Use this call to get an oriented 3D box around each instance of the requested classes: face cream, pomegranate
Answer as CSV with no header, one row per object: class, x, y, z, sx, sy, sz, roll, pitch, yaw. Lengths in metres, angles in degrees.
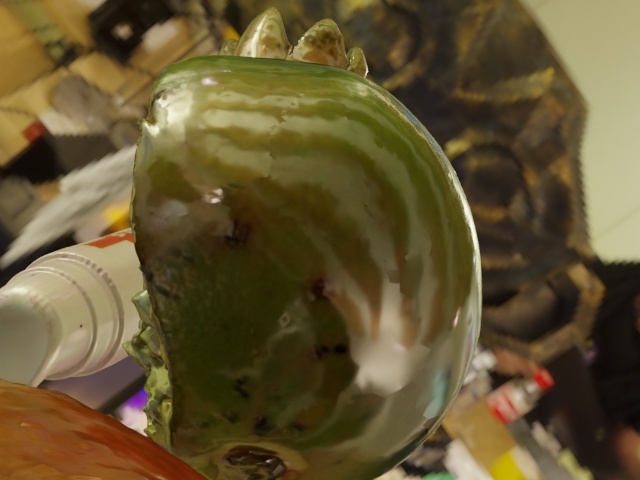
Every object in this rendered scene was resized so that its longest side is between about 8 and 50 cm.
face cream,-0.166,0.044,1.308,0.102,0.102,0.345,55,20,5
pomegranate,0.000,0.000,1.033,0.309,0.216,0.358,86,12,-51

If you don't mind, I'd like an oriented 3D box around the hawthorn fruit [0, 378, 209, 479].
hawthorn fruit,-0.171,0.254,0.440,0.472,0.472,0.471,46,20,-22
